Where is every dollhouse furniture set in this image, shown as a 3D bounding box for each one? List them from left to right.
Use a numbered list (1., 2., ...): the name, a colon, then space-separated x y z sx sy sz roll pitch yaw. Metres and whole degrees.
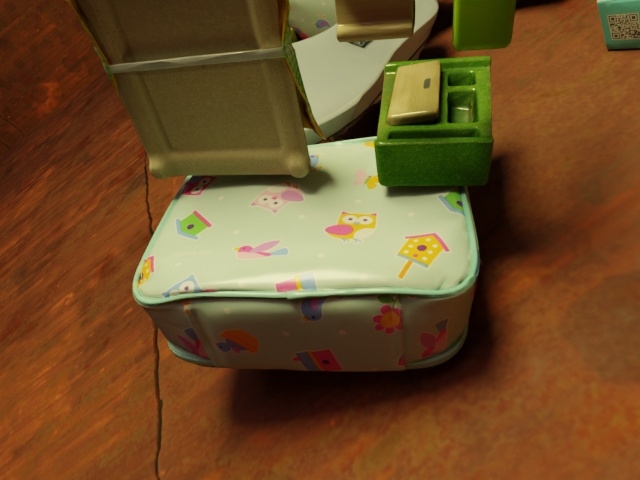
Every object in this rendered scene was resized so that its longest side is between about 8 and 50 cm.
1. dollhouse furniture set: -0.012 -0.164 0.391 0.301 0.198 0.151 1 44 14

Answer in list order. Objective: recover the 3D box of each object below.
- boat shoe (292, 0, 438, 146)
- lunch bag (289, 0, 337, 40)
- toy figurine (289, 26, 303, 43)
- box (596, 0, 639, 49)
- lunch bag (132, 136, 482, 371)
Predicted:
1. boat shoe: 0.022 -0.186 0.631 0.135 0.157 0.367 30 58 17
2. lunch bag: 0.049 -0.418 0.723 0.262 0.223 0.160 -23 36 53
3. toy figurine: -0.149 -0.314 0.879 0.217 0.191 0.363 -22 39 30
4. box: 0.392 -0.298 0.487 0.244 0.060 0.100 -50 38 -12
5. lunch bag: 0.000 0.000 0.437 0.278 0.108 0.224 -3 41 10
